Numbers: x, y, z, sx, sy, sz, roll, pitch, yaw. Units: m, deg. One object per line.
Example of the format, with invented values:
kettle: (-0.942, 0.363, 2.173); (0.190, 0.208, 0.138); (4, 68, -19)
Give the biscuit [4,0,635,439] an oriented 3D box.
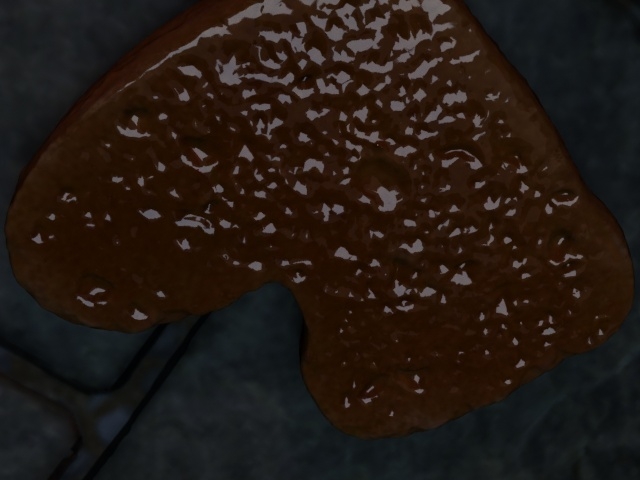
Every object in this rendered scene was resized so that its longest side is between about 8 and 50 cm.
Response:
biscuit: (0.000, 0.000, 0.423); (0.186, 0.036, 0.192); (-35, 113, 11)
